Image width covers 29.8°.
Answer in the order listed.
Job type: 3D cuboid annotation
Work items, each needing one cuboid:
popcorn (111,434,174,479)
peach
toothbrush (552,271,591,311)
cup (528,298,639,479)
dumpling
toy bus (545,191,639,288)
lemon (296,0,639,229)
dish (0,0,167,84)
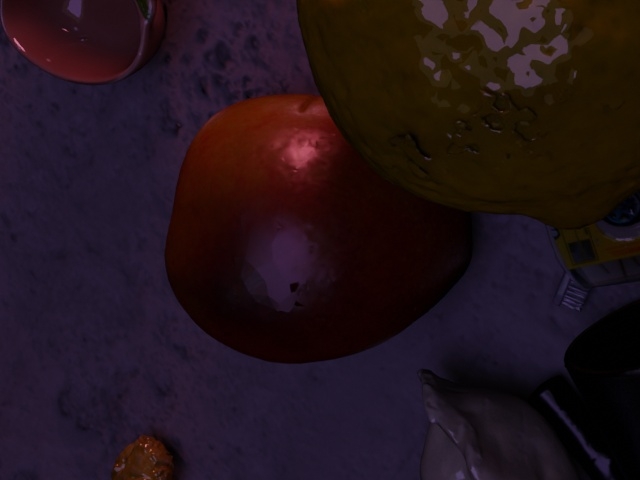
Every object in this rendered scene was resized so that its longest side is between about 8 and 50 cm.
[{"bbox_3d":[-0.188,0.266,1.348,0.084,0.084,0.084,8,108,24],"label":"popcorn"},{"bbox_3d":[0.000,0.000,1.106,0.274,0.245,0.249,4,136,14],"label":"peach"},{"bbox_3d":[0.271,-0.093,1.034,0.029,0.024,0.354,21,114,11],"label":"toothbrush"},{"bbox_3d":[0.306,0.145,1.046,0.166,0.239,0.177,-28,100,-12],"label":"cup"},{"bbox_3d":[0.165,0.220,1.098,0.132,0.162,0.250,-33,83,-2],"label":"dumpling"},{"bbox_3d":[0.318,-0.032,0.981,0.268,0.092,0.106,-11,114,22],"label":"toy bus"},{"bbox_3d":[0.149,-0.198,0.884,0.349,0.350,0.387,-11,90,28],"label":"lemon"},{"bbox_3d":[-0.218,-0.260,1.181,0.213,0.090,0.213,8,108,26],"label":"dish"}]
